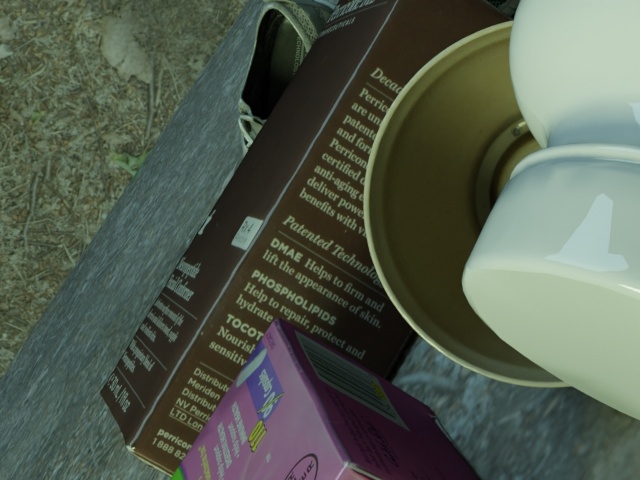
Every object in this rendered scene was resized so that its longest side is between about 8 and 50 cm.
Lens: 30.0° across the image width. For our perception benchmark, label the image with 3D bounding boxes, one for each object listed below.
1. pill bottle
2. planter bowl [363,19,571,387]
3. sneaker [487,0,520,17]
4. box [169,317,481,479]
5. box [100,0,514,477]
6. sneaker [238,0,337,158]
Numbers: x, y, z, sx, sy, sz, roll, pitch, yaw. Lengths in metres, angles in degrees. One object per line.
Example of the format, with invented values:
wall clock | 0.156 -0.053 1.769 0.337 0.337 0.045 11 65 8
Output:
pill bottle | 0.181 -0.100 0.407 0.334 0.188 0.188 -62 16 -13
planter bowl | 0.112 -0.019 0.569 0.162 0.162 0.109 -55 -11 12
sneaker | 0.124 -0.210 0.995 0.166 0.076 0.065 -48 19 32
box | -0.027 0.194 0.616 0.243 0.117 0.213 -57 16 6
box | 0.000 0.000 0.868 0.381 0.143 0.191 -58 15 -6
sneaker | -0.039 -0.074 1.008 0.105 0.115 0.281 0 83 30
